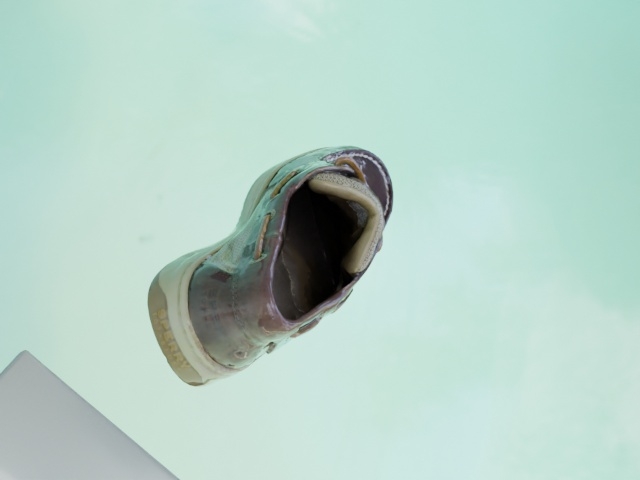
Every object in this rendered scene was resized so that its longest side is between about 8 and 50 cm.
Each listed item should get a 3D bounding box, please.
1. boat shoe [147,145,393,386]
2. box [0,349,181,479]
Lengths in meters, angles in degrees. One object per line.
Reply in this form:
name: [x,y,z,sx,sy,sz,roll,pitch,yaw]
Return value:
boat shoe: [0.000,0.000,1.138,0.123,0.123,0.342,64,30,-7]
box: [-0.186,0.226,1.277,0.113,0.275,0.094,-48,178,-16]
